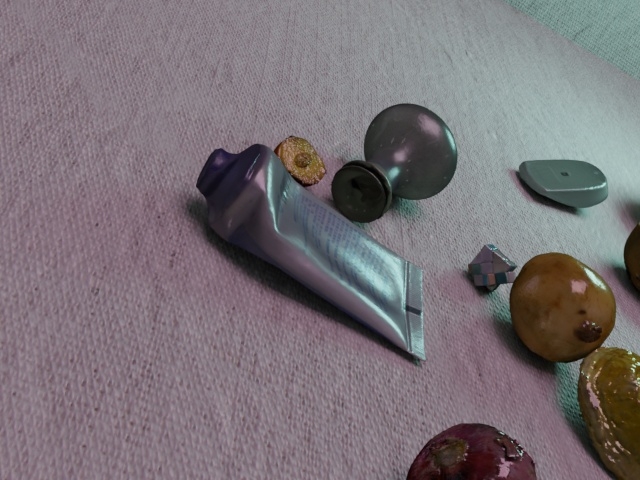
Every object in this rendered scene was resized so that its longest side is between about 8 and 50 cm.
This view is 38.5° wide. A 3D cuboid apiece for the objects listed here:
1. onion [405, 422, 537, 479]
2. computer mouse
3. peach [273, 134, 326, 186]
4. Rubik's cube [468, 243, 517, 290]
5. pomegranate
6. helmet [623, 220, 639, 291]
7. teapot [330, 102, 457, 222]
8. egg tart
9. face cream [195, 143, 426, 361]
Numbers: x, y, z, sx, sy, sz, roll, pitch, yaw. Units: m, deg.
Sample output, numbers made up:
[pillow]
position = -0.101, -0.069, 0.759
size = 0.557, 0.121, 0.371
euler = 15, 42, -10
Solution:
[onion]
position = 0.190, 0.317, 1.091
size = 0.195, 0.159, 0.159
euler = 62, 21, -25
[computer mouse]
position = 0.564, -0.129, 2.127
size = 0.230, 0.079, 0.128
euler = 2, 38, -20
[peach]
position = -0.044, -0.123, 1.543
size = 0.098, 0.061, 0.098
euler = 16, 58, -28
[Rubik's cube]
position = 0.301, 0.055, 1.621
size = 0.075, 0.073, 0.084
euler = 20, 25, -54
[pomegranate]
position = 0.408, 0.117, 1.531
size = 0.196, 0.196, 0.196
euler = 24, 32, -17
[helmet]
position = 0.740, 0.061, 1.973
size = 0.224, 0.130, 0.198
euler = 52, 38, 9
[teapot]
position = 0.127, -0.129, 1.624
size = 0.183, 0.183, 0.251
euler = 40, 41, 8
[egg tart]
position = 0.510, 0.272, 1.453
size = 0.231, 0.098, 0.252
euler = 32, 47, -19
[face cream]
position = 0.000, 0.000, 1.379
size = 0.420, 0.137, 0.235
euler = 34, 29, -17
